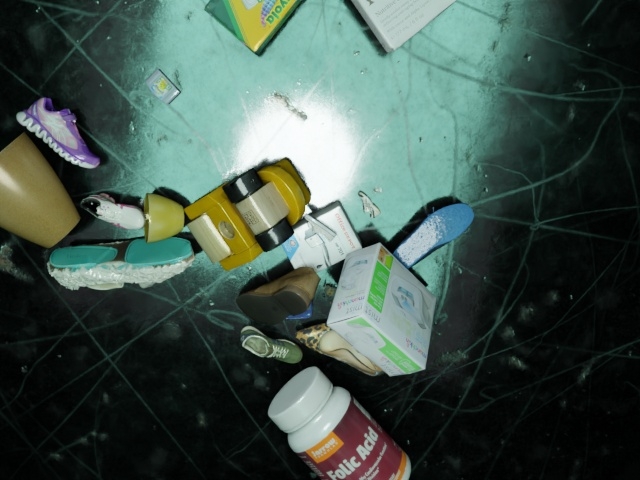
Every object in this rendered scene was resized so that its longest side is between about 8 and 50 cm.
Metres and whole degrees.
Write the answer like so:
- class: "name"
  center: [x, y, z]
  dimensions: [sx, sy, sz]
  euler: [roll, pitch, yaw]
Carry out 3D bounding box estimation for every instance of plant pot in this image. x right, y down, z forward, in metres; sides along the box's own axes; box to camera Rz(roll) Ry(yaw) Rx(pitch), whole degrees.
- class: "plant pot"
  center: [-0.419, -0.059, 1.643]
  dimensions: [0.095, 0.134, 0.134]
  euler: [1, 103, -22]
- class: "plant pot"
  center: [-0.762, -0.110, 1.593]
  dimensions: [0.237, 0.237, 0.254]
  euler: [-38, 114, 8]

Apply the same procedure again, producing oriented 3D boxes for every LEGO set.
- class: "LEGO set"
  center: [0.032, 0.152, 1.734]
  dimensions: [0.054, 0.023, 0.083]
  euler: [-8, 115, 4]

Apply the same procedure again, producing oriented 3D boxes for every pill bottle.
- class: "pill bottle"
  center: [0.051, 0.557, 1.715]
  dimensions: [0.224, 0.224, 0.392]
  euler: [-41, 100, 8]

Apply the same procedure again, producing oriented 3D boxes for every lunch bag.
- class: "lunch bag"
  center: [-0.071, 0.181, 1.715]
  dimensions: [0.098, 0.065, 0.067]
  euler: [-4, 102, 1]

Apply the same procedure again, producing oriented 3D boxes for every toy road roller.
- class: "toy road roller"
  center: [-0.173, -0.082, 1.618]
  dimensions: [0.329, 0.240, 0.203]
  euler: [-22, 105, 43]

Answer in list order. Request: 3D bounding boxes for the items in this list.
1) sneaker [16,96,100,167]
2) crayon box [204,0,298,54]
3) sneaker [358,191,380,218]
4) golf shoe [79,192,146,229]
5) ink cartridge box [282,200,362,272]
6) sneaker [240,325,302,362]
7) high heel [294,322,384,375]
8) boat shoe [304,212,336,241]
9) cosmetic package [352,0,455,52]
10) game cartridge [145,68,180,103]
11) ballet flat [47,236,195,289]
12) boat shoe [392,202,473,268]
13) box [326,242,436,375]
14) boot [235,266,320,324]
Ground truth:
- class: "sneaker"
  center: [-0.672, -0.287, 1.606]
  dimensions: [0.236, 0.095, 0.104]
  euler: [40, 92, -7]
- class: "crayon box"
  center: [-0.137, -0.628, 1.529]
  dimensions: [0.165, 0.081, 0.278]
  euler: [40, 100, -8]
- class: "sneaker"
  center: [0.127, -0.095, 1.671]
  dimensions: [0.037, 0.032, 0.083]
  euler: [-41, 99, 8]
- class: "golf shoe"
  center: [-0.551, -0.069, 1.625]
  dimensions: [0.186, 0.086, 0.068]
  euler: [20, 109, 19]
- class: "ink cartridge box"
  center: [0.000, 0.000, 1.668]
  dimensions: [0.190, 0.082, 0.140]
  euler: [-28, 101, 7]
- class: "sneaker"
  center: [-0.142, 0.310, 1.733]
  dimensions: [0.192, 0.086, 0.064]
  euler: [25, 101, -5]
- class: "high heel"
  center: [0.055, 0.301, 1.679]
  dimensions: [0.261, 0.186, 0.093]
  euler: [10, 104, -2]
- class: "boat shoe"
  center: [-0.007, -0.032, 1.602]
  dimensions: [0.100, 0.035, 0.035]
  euler: [36, 97, -12]
- class: "cosmetic package"
  center: [0.142, -0.679, 1.479]
  dimensions: [0.217, 0.156, 0.385]
  euler: [-37, 101, 10]
- class: "game cartridge"
  center: [-0.418, -0.404, 1.615]
  dimensions: [0.056, 0.017, 0.083]
  euler: [-42, 99, 12]
- class: "ballet flat"
  center: [-0.533, 0.071, 1.679]
  dimensions: [0.408, 0.147, 0.147]
  euler: [-2, 102, 4]
- class: "boat shoe"
  center: [0.294, -0.020, 1.662]
  dimensions: [0.258, 0.089, 0.109]
  euler: [-32, 87, 12]
- class: "box"
  center: [0.163, 0.183, 1.587]
  dimensions: [0.126, 0.231, 0.262]
  euler: [-23, 126, 39]
- class: "boot"
  center: [-0.111, 0.147, 1.651]
  dimensions: [0.305, 0.115, 0.112]
  euler: [-18, 119, 46]
